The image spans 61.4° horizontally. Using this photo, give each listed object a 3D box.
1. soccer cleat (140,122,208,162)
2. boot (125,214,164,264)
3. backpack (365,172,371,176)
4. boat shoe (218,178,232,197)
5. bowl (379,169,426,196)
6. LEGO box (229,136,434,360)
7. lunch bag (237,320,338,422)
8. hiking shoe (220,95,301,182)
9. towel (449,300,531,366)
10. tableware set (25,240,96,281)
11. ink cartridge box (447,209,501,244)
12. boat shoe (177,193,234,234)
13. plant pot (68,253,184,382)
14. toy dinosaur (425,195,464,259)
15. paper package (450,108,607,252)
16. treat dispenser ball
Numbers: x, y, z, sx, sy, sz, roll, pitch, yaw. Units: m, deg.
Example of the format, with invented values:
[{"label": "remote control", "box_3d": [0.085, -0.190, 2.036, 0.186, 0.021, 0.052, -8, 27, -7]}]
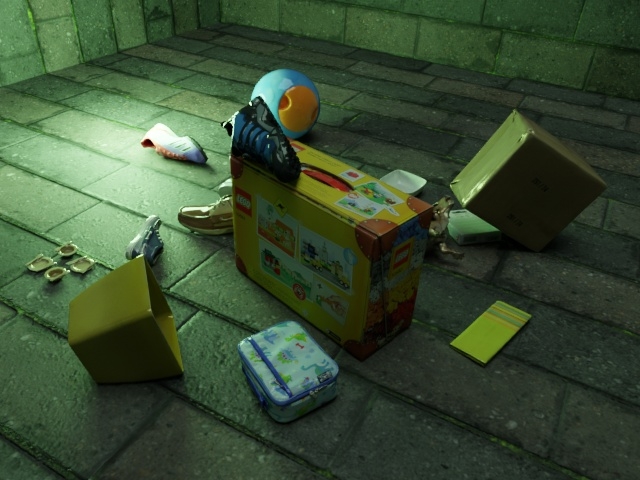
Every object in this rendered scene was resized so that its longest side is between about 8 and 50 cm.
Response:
[{"label": "soccer cleat", "box_3d": [-0.565, -0.354, 2.086, 0.318, 0.108, 0.116, 29, 63, 30]}, {"label": "boot", "box_3d": [-0.497, 0.000, 1.603, 0.086, 0.069, 0.189, 14, 44, 4]}, {"label": "backpack", "box_3d": [0.134, -0.135, 1.750, 0.117, 0.158, 0.173, 31, 31, 24]}, {"label": "boat shoe", "box_3d": [-0.217, -0.175, 1.841, 0.259, 0.095, 0.084, 10, 40, 8]}, {"label": "bowl", "box_3d": [0.296, -0.193, 1.943, 0.142, 0.053, 0.142, 26, 41, 31]}, {"label": "LEGO box", "box_3d": [0.000, 0.000, 1.364, 0.193, 0.372, 0.500, -28, 46, -37]}, {"label": "lunch bag", "box_3d": [-0.076, 0.285, 1.197, 0.176, 0.090, 0.219, -19, 39, -24]}, {"label": "hiking shoe", "box_3d": [-0.140, -0.218, 1.279, 0.132, 0.113, 0.304, -31, 45, 3]}, {"label": "towel", "box_3d": [0.436, 0.232, 1.373, 0.102, 0.021, 0.237, 26, 41, 38]}, {"label": "tableware set", "box_3d": [-0.734, 0.064, 1.524, 0.169, 0.020, 0.141, 26, 41, 30]}, {"label": "ink cartridge box", "box_3d": [0.484, -0.047, 1.768, 0.146, 0.045, 0.179, -6, 26, -12]}, {"label": "boat shoe", "box_3d": [-0.286, -0.091, 1.696, 0.325, 0.116, 0.123, 2, 35, -2]}, {"label": "plant pot", "box_3d": [-0.443, 0.195, 1.210, 0.187, 0.212, 0.212, -19, 39, -10]}, {"label": "toy dinosaur", "box_3d": [0.298, -0.012, 1.632, 0.296, 0.127, 0.200, -20, 32, -10]}, {"label": "paper package", "box_3d": [0.619, -0.171, 1.630, 0.325, 0.309, 0.168, 26, 31, -19]}, {"label": "treat dispenser ball", "box_3d": [-0.144, -0.561, 2.235, 0.289, 0.288, 0.288, 2, 35, -1]}]
